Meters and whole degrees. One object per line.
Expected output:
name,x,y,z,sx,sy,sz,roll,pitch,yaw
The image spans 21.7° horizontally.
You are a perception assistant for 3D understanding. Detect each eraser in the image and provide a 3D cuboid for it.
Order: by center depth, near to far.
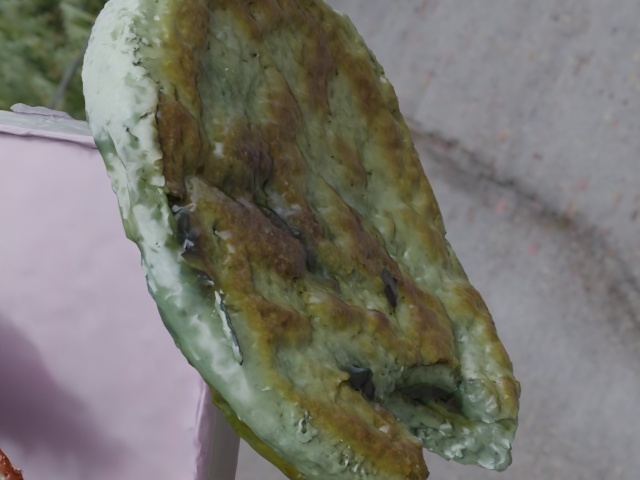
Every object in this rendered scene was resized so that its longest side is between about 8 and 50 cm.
eraser,-0.190,0.092,1.211,0.122,0.272,0.359,-26,-55,-74

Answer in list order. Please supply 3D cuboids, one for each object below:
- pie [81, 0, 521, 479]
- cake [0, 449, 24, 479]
pie,-0.003,-0.007,0.801,0.067,0.302,0.302,-29,28,28
cake,-0.286,0.143,1.111,0.086,0.220,0.117,-36,-10,-37
